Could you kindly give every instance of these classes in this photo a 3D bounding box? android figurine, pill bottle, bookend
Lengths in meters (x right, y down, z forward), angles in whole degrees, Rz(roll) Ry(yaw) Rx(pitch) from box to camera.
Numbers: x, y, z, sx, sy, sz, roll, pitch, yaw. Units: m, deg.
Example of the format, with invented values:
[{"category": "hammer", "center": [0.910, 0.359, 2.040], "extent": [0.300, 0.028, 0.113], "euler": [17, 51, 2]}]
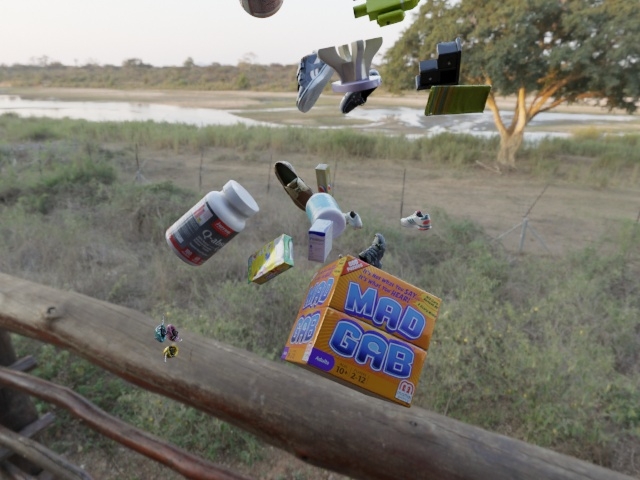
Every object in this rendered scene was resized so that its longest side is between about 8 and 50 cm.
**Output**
[{"category": "android figurine", "center": [0.246, -0.874, 1.497], "extent": [0.272, 0.248, 0.056], "euler": [-10, -20, 13]}, {"category": "pill bottle", "center": [-0.452, -0.076, 1.782], "extent": [0.363, 0.210, 0.210], "euler": [-39, 21, 9]}, {"category": "bookend", "center": [0.431, -0.645, 1.553], "extent": [0.156, 0.157, 0.072], "euler": [-3, 61, 11]}, {"category": "pill bottle", "center": [0.016, -0.122, 1.906], "extent": [0.146, 0.146, 0.264], "euler": [-4, 30, -11]}, {"category": "pill bottle", "center": [-0.258, -1.107, 1.758], "extent": [0.223, 0.224, 0.392], "euler": [-2, 10, -5]}]

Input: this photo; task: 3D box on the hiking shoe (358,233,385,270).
[{"category": "hiking shoe", "center": [0.248, 0.062, 2.068], "extent": [0.114, 0.227, 0.086], "euler": [15, -23, -11]}]

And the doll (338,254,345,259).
[{"category": "doll", "center": [0.143, 0.108, 2.093], "extent": [0.129, 0.046, 0.189], "euler": [30, -6, -19]}]

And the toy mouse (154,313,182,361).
[{"category": "toy mouse", "center": [-0.499, 0.308, 1.364], "extent": [0.031, 0.143, 0.161], "euler": [-20, -3, 6]}]

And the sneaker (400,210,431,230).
[{"category": "sneaker", "center": [0.399, -0.092, 1.767], "extent": [0.057, 0.075, 0.161], "euler": [-15, 19, -28]}]

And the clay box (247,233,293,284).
[{"category": "clay box", "center": [-0.197, 0.081, 1.628], "extent": [0.053, 0.222, 0.128], "euler": [26, 46, -38]}]

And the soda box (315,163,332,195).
[{"category": "soda box", "center": [0.019, -0.319, 2.289], "extent": [0.061, 0.181, 0.058], "euler": [11, 40, 24]}]

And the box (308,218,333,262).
[{"category": "box", "center": [0.000, 0.000, 1.710], "extent": [0.072, 0.137, 0.126], "euler": [9, 27, 12]}]

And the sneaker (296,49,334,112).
[{"category": "sneaker", "center": [-0.046, -0.651, 1.716], "extent": [0.127, 0.126, 0.321], "euler": [26, 60, 3]}]

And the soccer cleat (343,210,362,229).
[{"category": "soccer cleat", "center": [0.143, -0.110, 2.019], "extent": [0.068, 0.076, 0.196], "euler": [-16, 22, -18]}]

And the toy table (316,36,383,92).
[{"category": "toy table", "center": [0.123, -0.649, 1.566], "extent": [0.252, 0.161, 0.274], "euler": [-20, 25, -19]}]

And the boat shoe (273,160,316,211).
[{"category": "boat shoe", "center": [-0.133, -0.272, 2.150], "extent": [0.324, 0.122, 0.120], "euler": [48, 6, 5]}]

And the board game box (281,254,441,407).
[{"category": "board game box", "center": [0.124, 0.309, 1.443], "extent": [0.356, 0.357, 0.356], "euler": [26, -19, -11]}]

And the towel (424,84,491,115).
[{"category": "towel", "center": [0.470, -0.477, 1.440], "extent": [0.237, 0.102, 0.021], "euler": [-8, 42, -17]}]

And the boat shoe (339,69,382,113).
[{"category": "boat shoe", "center": [0.177, -0.626, 1.825], "extent": [0.080, 0.228, 0.076], "euler": [10, 44, -53]}]
